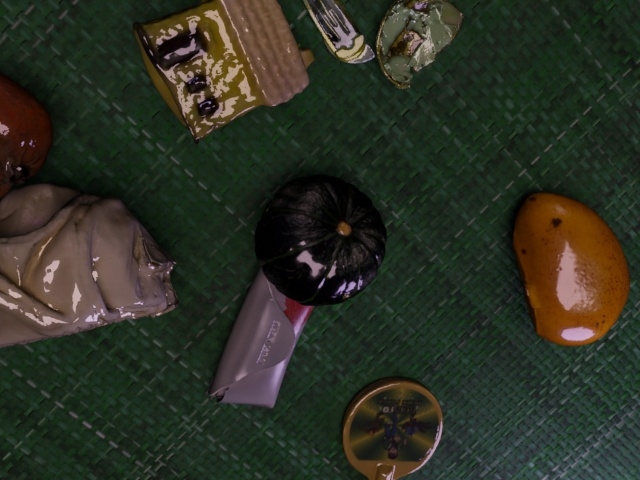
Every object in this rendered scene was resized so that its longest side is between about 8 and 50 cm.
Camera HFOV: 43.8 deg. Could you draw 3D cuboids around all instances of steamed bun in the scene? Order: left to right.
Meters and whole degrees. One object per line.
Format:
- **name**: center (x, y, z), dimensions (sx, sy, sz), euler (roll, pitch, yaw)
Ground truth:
- **steamed bun**: center (-0.418, 0.033, 1.211), dimensions (0.394, 0.346, 0.237), euler (-11, 87, -37)

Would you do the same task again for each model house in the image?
- **model house**: center (-0.143, -0.287, 1.219), dimensions (0.234, 0.175, 0.193), euler (-29, 109, -10)

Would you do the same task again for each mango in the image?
- **mango**: center (0.443, 0.046, 1.417), dimensions (0.191, 0.160, 0.290), euler (-21, 100, 4)

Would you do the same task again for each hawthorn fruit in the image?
- **hawthorn fruit**: center (-0.524, -0.182, 1.179), dimensions (0.199, 0.199, 0.251), euler (-40, 89, 5)

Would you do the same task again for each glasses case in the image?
- **glasses case**: center (-0.092, 0.169, 1.400), dimensions (0.128, 0.083, 0.308), euler (20, 103, -14)

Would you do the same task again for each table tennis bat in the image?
- **table tennis bat**: center (0.127, 0.414, 1.538), dimensions (0.198, 0.050, 0.321), euler (8, 102, -14)

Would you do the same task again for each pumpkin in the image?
- **pumpkin**: center (0.000, 0.000, 1.302), dimensions (0.220, 0.162, 0.220), euler (9, 72, -29)

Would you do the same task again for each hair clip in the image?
- **hair clip**: center (0.014, -0.359, 1.277), dimensions (0.060, 0.033, 0.188), euler (-34, 112, 5)

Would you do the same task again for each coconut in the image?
- **coconut**: center (0.153, -0.336, 1.295), dimensions (0.158, 0.055, 0.133), euler (-34, 108, 1)
